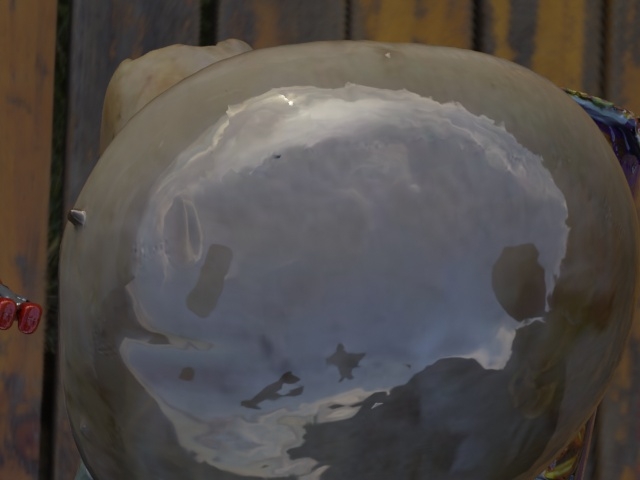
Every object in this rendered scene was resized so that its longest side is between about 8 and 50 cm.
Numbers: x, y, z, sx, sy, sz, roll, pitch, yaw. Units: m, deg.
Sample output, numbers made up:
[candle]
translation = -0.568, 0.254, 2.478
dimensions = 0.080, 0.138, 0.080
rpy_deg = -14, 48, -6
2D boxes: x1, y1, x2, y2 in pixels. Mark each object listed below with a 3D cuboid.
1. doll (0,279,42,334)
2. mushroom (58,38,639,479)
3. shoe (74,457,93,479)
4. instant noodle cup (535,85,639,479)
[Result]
[doll]
translation = -0.327, 0.045, 1.509
dimensions = 0.104, 0.195, 0.062
rpy_deg = -9, 110, -40
[mushroom]
translation = 0.000, 0.000, 0.801
dimensions = 0.293, 0.290, 0.292
rpy_deg = -12, 132, -13
[shoe]
translation = -0.187, 0.219, 1.499
dimensions = 0.078, 0.195, 0.079
rpy_deg = 49, 40, -9
[instant noodle cup]
translation = 0.081, 0.045, 1.196
dimensions = 0.340, 0.340, 0.266
rpy_deg = 8, 77, -10
